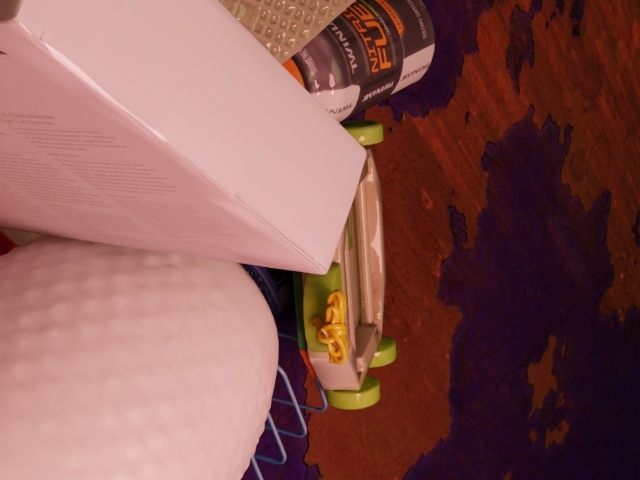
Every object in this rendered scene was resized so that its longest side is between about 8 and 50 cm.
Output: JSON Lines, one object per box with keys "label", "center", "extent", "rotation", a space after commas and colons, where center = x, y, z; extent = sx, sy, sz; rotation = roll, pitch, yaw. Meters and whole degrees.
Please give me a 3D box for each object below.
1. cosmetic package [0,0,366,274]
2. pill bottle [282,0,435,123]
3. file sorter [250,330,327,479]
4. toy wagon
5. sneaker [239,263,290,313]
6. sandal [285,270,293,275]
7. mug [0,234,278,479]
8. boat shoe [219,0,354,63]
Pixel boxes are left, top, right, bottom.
{"label": "cosmetic package", "center": [-0.202, -0.093, 0.712], "extent": [0.284, 0.377, 0.097], "rotation": [37, 65, -52]}
{"label": "pill bottle", "center": [0.005, -0.185, 1.199], "extent": [0.246, 0.130, 0.130], "rotation": [-34, 124, -46]}
{"label": "file sorter", "center": [-0.087, 0.180, 1.175], "extent": [0.170, 0.105, 0.118], "rotation": [-48, 133, -37]}
{"label": "toy wagon", "center": [0.022, 0.031, 1.164], "extent": [0.344, 0.068, 0.267], "rotation": [-52, 139, -71]}
{"label": "sneaker", "center": [-0.076, -0.027, 1.163], "extent": [0.090, 0.081, 0.232], "rotation": [-51, 134, -25]}
{"label": "sandal", "center": [0.000, 0.000, 1.311], "extent": [0.179, 0.040, 0.067], "rotation": [-16, 112, -52]}
{"label": "mug", "center": [-0.202, 0.168, 0.896], "extent": [0.328, 0.276, 0.374], "rotation": [-47, 166, -35]}
{"label": "boat shoe", "center": [-0.078, -0.262, 1.055], "extent": [0.500, 0.156, 0.186], "rotation": [-37, 132, -30]}
